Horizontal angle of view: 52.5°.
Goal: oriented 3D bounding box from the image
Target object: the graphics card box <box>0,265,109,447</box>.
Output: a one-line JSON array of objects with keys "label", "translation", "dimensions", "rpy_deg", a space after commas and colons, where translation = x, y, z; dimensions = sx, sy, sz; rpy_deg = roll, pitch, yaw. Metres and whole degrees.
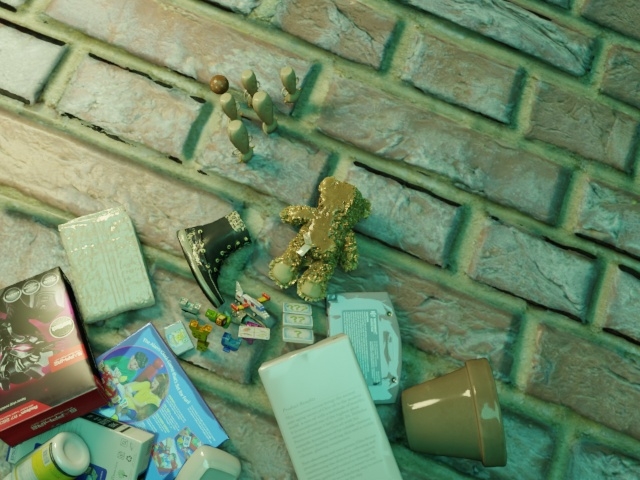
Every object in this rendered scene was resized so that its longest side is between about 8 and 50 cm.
[{"label": "graphics card box", "translation": [-0.665, 0.260, 1.520], "dimensions": [0.232, 0.094, 0.371], "rpy_deg": [-23, 56, -12]}]

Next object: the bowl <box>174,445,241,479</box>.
[{"label": "bowl", "translation": [-0.263, 0.569, 1.534], "dimensions": [0.142, 0.053, 0.142], "rpy_deg": [36, 89, -33]}]

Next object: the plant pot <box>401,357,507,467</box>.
[{"label": "plant pot", "translation": [0.326, 0.439, 1.619], "dimensions": [0.229, 0.263, 0.263], "rpy_deg": [-10, 76, 8]}]

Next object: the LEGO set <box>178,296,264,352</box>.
[{"label": "LEGO set", "translation": [-0.270, 0.240, 1.657], "dimensions": [0.227, 0.093, 0.087], "rpy_deg": [20, 42, 3]}]

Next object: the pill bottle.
[{"label": "pill bottle", "translation": [-0.609, 0.508, 1.431], "dimensions": [0.184, 0.103, 0.103], "rpy_deg": [-34, 81, 12]}]

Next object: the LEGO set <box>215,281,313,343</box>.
[{"label": "LEGO set", "translation": [-0.138, 0.182, 1.643], "dimensions": [0.244, 0.182, 0.060], "rpy_deg": [6, 115, -5]}]

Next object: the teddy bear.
[{"label": "teddy bear", "translation": [0.000, 0.000, 1.748], "dimensions": [0.245, 0.113, 0.338], "rpy_deg": [9, 75, 12]}]

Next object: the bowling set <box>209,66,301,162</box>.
[{"label": "bowling set", "translation": [-0.203, -0.385, 1.813], "dimensions": [0.200, 0.154, 0.287], "rpy_deg": [37, 74, 22]}]

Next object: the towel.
[{"label": "towel", "translation": [-0.552, 0.060, 1.677], "dimensions": [0.187, 0.049, 0.282], "rpy_deg": [-17, 79, -11]}]

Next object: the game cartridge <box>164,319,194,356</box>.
[{"label": "game cartridge", "translation": [-0.367, 0.252, 1.668], "dimensions": [0.056, 0.017, 0.083], "rpy_deg": [-27, 80, -10]}]

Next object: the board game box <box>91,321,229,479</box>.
[{"label": "board game box", "translation": [-0.416, 0.410, 1.586], "dimensions": [0.233, 0.078, 0.347], "rpy_deg": [-34, 82, -15]}]

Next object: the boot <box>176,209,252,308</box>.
[{"label": "boot", "translation": [-0.255, 0.042, 1.696], "dimensions": [0.178, 0.085, 0.236], "rpy_deg": [-25, 70, -14]}]

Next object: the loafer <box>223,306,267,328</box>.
[{"label": "loafer", "translation": [-0.195, 0.206, 1.691], "dimensions": [0.125, 0.039, 0.045], "rpy_deg": [26, 74, -1]}]

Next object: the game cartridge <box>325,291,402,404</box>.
[{"label": "game cartridge", "translation": [0.116, 0.284, 1.710], "dimensions": [0.196, 0.060, 0.294], "rpy_deg": [-1, 76, -5]}]

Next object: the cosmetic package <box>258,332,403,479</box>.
[{"label": "cosmetic package", "translation": [0.036, 0.473, 1.554], "dimensions": [0.230, 0.161, 0.453], "rpy_deg": [-20, 86, -4]}]

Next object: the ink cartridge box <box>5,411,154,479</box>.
[{"label": "ink cartridge box", "translation": [-0.558, 0.481, 1.503], "dimensions": [0.332, 0.065, 0.165], "rpy_deg": [16, 95, 12]}]
